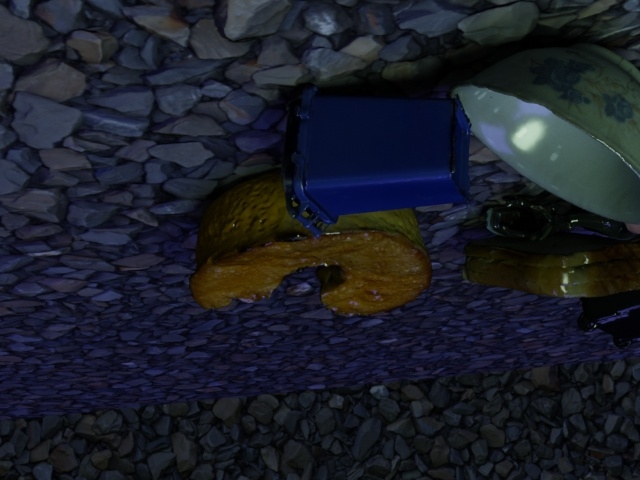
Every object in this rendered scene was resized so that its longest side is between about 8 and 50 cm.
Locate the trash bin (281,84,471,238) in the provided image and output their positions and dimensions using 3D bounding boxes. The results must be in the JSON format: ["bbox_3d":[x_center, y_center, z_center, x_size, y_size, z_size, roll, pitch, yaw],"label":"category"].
[{"bbox_3d":[0.075,-0.104,1.144,0.235,0.183,0.162,0,164,20],"label":"trash bin"}]

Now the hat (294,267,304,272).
[{"bbox_3d":[-0.068,0.042,1.721,0.077,0.059,0.076,-6,165,-15],"label":"hat"}]

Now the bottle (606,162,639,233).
[{"bbox_3d":[0.547,-0.128,1.227,0.297,0.206,0.173,-24,142,17],"label":"bottle"}]

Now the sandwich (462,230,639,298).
[{"bbox_3d":[0.448,0.043,1.629,0.271,0.099,0.301,-9,-170,-30],"label":"sandwich"}]

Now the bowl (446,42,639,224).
[{"bbox_3d":[0.335,-0.164,1.113,0.313,0.146,0.313,34,178,1],"label":"bowl"}]

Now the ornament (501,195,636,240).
[{"bbox_3d":[0.443,-0.044,1.594,0.236,0.080,0.202,-1,-173,0],"label":"ornament"}]

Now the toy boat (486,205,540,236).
[{"bbox_3d":[0.362,-0.036,1.651,0.140,0.059,0.066,5,-175,-36],"label":"toy boat"}]

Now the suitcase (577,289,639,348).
[{"bbox_3d":[0.786,0.118,2.001,0.340,0.188,0.345,-17,155,30],"label":"suitcase"}]

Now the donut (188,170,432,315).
[{"bbox_3d":[0.000,0.000,1.490,0.435,0.163,0.378,8,154,-29],"label":"donut"}]

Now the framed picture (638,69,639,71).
[{"bbox_3d":[0.483,-0.181,1.348,0.231,0.018,0.293,2,158,-21],"label":"framed picture"}]
